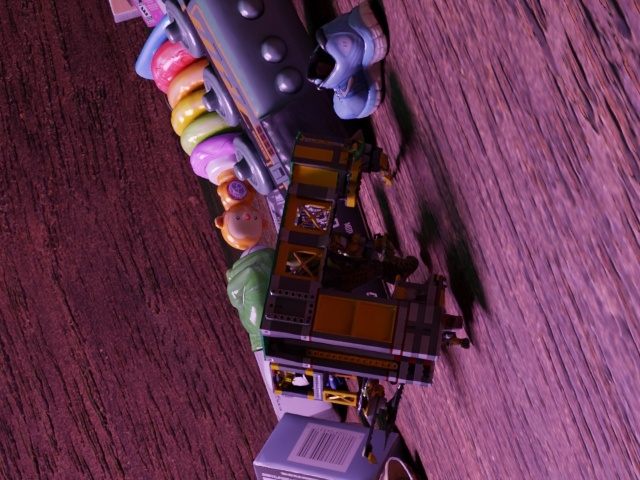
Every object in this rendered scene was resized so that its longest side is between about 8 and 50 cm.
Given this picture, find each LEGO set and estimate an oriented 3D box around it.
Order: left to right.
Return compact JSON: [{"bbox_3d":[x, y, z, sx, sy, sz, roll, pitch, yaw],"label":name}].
[{"bbox_3d":[0.057,0.051,1.245,0.331,0.192,0.255,92,-172,-59],"label":"LEGO set"}]

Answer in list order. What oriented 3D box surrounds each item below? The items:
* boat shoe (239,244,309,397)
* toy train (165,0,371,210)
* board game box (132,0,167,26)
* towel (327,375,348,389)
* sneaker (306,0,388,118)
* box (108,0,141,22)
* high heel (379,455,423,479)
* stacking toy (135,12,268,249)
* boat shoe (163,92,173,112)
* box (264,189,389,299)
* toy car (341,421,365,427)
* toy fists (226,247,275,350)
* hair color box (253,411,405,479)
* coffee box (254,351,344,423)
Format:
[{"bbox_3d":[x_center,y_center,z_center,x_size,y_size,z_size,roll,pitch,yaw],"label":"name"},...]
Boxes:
[{"bbox_3d":[-0.066,0.122,2.065,0.088,0.096,0.268,-40,54,50],"label":"boat shoe"},{"bbox_3d":[-0.060,-0.189,1.379,0.334,0.142,0.190,63,167,-4],"label":"toy train"},{"bbox_3d":[-0.234,-0.452,1.690,0.224,0.097,0.303,3,127,57],"label":"board game box"},{"bbox_3d":[-0.012,0.060,2.017,0.336,0.040,0.243,85,167,-51],"label":"towel"},{"bbox_3d":[0.018,-0.167,1.186,0.162,0.073,0.063,90,160,-64],"label":"sneaker"},{"bbox_3d":[-0.331,-0.507,2.386,0.091,0.170,0.130,-178,71,-83],"label":"box"},{"bbox_3d":[0.129,0.406,1.603,0.261,0.093,0.186,-112,4,-65],"label":"high heel"},{"bbox_3d":[-0.115,-0.130,1.528,0.166,0.175,0.302,-42,51,53],"label":"stacking toy"},{"bbox_3d":[-0.297,-0.376,2.647,0.104,0.110,0.307,82,167,-55],"label":"boat shoe"},{"bbox_3d":[0.000,0.000,1.641,0.307,0.076,0.243,174,79,-81],"label":"box"},{"bbox_3d":[0.018,0.381,1.989,0.136,0.181,0.159,-165,72,-75],"label":"toy car"},{"bbox_3d":[-0.072,0.089,1.849,0.279,0.096,0.142,22,-127,-78],"label":"toy fists"},{"bbox_3d":[0.039,0.438,1.850,0.114,0.185,0.375,-56,-37,-44],"label":"hair color box"},{"bbox_3d":[-0.034,0.264,2.219,0.246,0.098,0.141,69,-179,-75],"label":"coffee box"}]
